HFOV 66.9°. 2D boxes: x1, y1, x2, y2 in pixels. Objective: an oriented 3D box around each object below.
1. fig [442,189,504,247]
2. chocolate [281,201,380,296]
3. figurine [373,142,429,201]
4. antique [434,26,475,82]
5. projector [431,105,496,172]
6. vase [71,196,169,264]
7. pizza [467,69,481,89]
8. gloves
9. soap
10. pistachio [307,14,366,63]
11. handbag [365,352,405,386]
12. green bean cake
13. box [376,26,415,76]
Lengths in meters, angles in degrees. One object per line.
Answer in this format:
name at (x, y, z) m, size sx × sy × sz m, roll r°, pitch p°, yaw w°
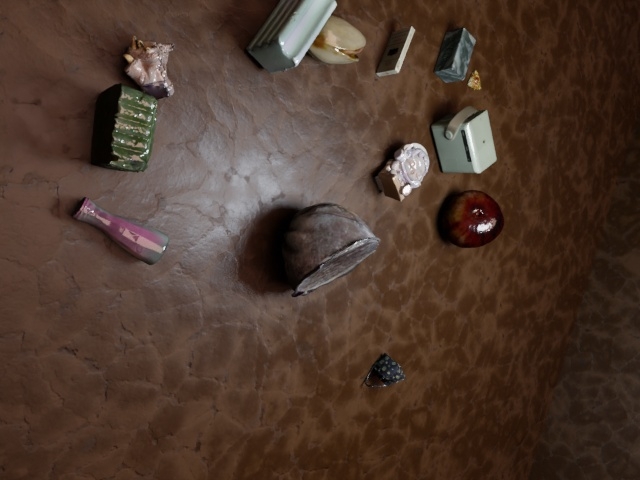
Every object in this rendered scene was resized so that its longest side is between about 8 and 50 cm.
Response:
fig at (0.600, -0.078, 1.914) m, size 0.235 × 0.235 × 0.214 m, roll -36°, pitch 154°, yaw -29°
chocolate at (0.000, 0.000, 1.426) m, size 0.303 × 0.303 × 0.213 m, roll -20°, pitch 70°, yaw -35°
figurine at (0.305, -0.249, 1.696) m, size 0.236 × 0.141 × 0.163 m, roll -41°, pitch 124°, yaw -27°
antique at (0.509, -0.702, 1.825) m, size 0.086 × 0.088 × 0.183 m, roll 22°, pitch 82°, yaw -39°
projector at (0.544, -0.384, 1.844) m, size 0.163 × 0.177 × 0.243 m, roll -37°, pitch 119°, yaw -31°
vase at (-0.477, -0.026, 1.156) m, size 0.214 × 0.086 × 0.086 m, roll 35°, pitch 75°, yaw -32°
pizza at (0.629, -0.644, 1.967) m, size 0.078 × 0.025 × 0.083 m, roll -39°, pitch 119°, yaw -30°
gloves at (-0.403, -0.407, 1.147) m, size 0.110 × 0.094 × 0.144 m, roll 1°, pitch 120°, yaw -15°
soap at (-0.067, -0.604, 1.331) m, size 0.095 × 0.172 × 0.290 m, roll 41°, pitch 71°, yaw -36°
pistachio at (0.044, -0.592, 1.444) m, size 0.215 × 0.144 × 0.144 m, roll -7°, pitch 101°, yaw -37°
handbag at (0.224, 0.490, 1.772) m, size 0.139 × 0.115 × 0.072 m, roll -29°, pitch 116°, yaw -14°
green bean cake at (-0.441, -0.246, 1.087) m, size 0.094 × 0.173 × 0.182 m, roll 8°, pitch 90°, yaw -40°
box at (0.252, -0.635, 1.631) m, size 0.024 × 0.090 × 0.167 m, roll 29°, pitch 78°, yaw -38°
